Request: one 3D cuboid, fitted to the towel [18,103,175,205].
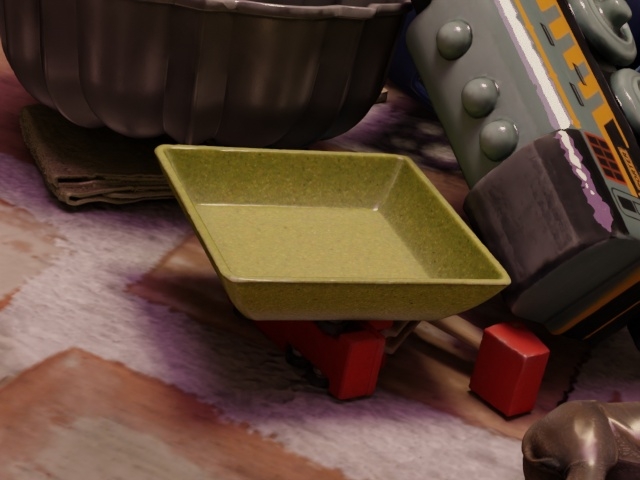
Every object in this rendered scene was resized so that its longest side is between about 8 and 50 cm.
[{"bbox_3d":[-0.168,-0.066,1.243,0.110,0.027,0.148,-1,29,-24],"label":"towel"}]

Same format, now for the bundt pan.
[{"bbox_3d":[-0.094,-0.152,1.259,0.331,0.124,0.331,7,16,-2],"label":"bundt pan"}]

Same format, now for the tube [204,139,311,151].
[{"bbox_3d":[-0.039,-0.063,1.274,0.080,0.052,0.207,4,22,-27],"label":"tube"}]

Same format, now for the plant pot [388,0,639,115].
[{"bbox_3d":[0.211,-0.184,1.384,0.212,0.236,0.236,48,32,2],"label":"plant pot"}]

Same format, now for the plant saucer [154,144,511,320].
[{"bbox_3d":[0.000,0.000,1.051,0.188,0.045,0.188,1,27,-21],"label":"plant saucer"}]

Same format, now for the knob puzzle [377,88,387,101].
[{"bbox_3d":[-0.062,-0.161,1.476,0.213,0.030,0.213,10,26,-5],"label":"knob puzzle"}]

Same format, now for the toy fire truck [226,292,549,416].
[{"bbox_3d":[0.040,0.054,1.068,0.135,0.047,0.192,-8,31,-36],"label":"toy fire truck"}]

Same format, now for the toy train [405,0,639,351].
[{"bbox_3d":[0.164,-0.075,1.144,0.190,0.142,0.334,17,46,-48],"label":"toy train"}]

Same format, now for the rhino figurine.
[{"bbox_3d":[0.225,0.132,0.963,0.243,0.073,0.106,-1,32,-29],"label":"rhino figurine"}]
